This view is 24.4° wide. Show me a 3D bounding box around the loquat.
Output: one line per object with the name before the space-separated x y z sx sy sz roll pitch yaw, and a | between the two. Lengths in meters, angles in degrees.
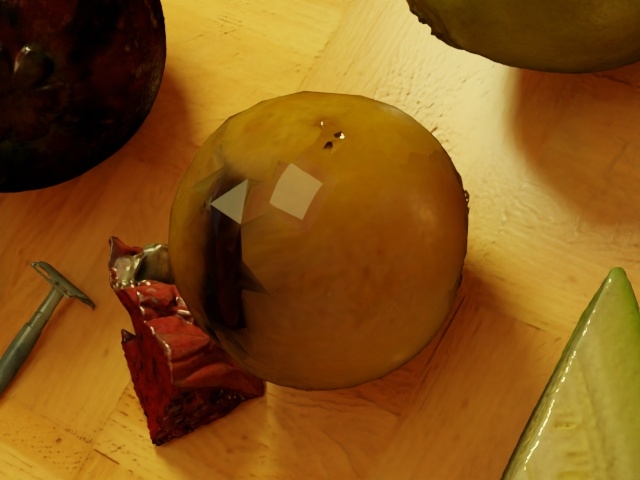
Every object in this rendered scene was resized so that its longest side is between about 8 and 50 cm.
loquat | 0.000 0.000 1.122 0.235 0.235 0.235 -12 61 23

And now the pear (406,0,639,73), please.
pear | 0.202 -0.265 1.138 0.321 0.269 0.269 -31 55 6

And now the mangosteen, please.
mangosteen | -0.285 -0.186 1.342 0.311 0.311 0.311 -12 61 23

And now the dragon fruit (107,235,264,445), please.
dragon fruit | -0.122 0.074 1.263 0.092 0.122 0.192 -13 47 -24

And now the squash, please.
squash | 0.140 0.175 1.026 0.203 0.111 0.289 -5 63 -10

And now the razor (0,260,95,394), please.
razor | -0.267 0.091 1.340 0.068 0.040 0.135 35 92 37
